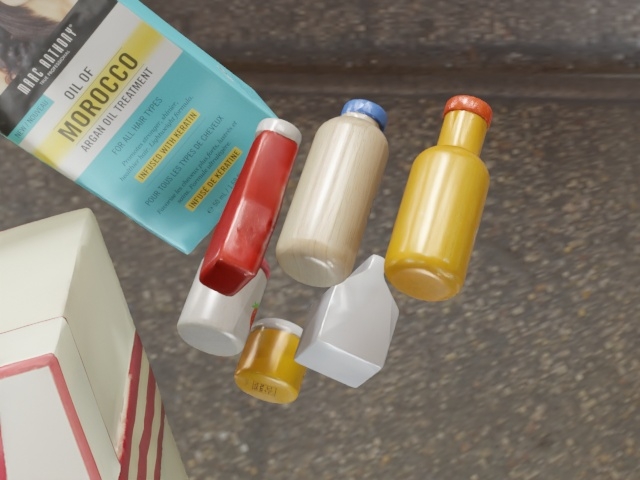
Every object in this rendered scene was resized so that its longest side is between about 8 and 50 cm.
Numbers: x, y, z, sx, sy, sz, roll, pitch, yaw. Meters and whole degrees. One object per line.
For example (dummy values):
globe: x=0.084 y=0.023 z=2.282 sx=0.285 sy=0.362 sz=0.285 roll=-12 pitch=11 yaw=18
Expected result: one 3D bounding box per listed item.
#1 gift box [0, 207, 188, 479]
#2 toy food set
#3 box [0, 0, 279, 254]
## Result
gift box: x=-0.209 y=0.133 z=0.811 sx=0.255 sy=0.258 sz=0.276 roll=-21 pitch=110 yaw=4
toy food set: x=0.000 y=0.000 z=0.863 sx=0.111 sy=0.104 sz=0.232 roll=24 pitch=152 yaw=-11
box: x=-0.136 y=-0.096 z=0.895 sx=0.100 sy=0.244 sz=0.060 roll=-50 pitch=38 yaw=7
